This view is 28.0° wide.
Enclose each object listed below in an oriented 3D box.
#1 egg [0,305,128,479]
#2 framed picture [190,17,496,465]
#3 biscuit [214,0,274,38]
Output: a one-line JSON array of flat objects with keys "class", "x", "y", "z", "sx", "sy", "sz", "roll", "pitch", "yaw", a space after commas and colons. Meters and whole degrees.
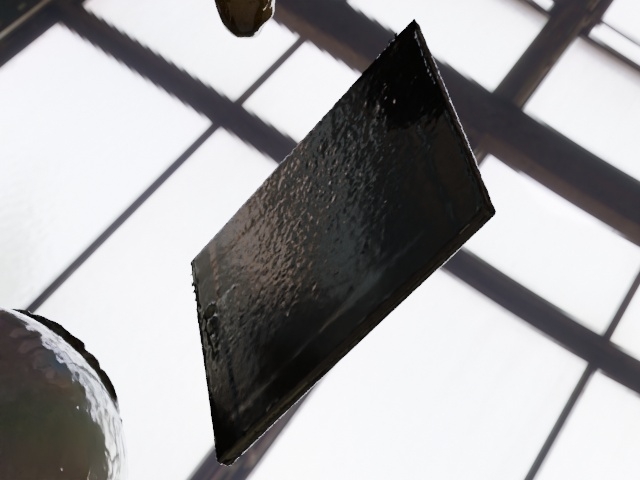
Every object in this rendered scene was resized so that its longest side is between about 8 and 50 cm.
[{"class": "egg", "x": -0.392, "y": 0.227, "z": 1.256, "sx": 0.354, "sy": 0.354, "sz": 0.340, "roll": 31, "pitch": 0, "yaw": 11}, {"class": "framed picture", "x": 0.000, "y": 0.000, "z": 1.100, "sx": 0.014, "sy": 0.255, "sz": 0.338, "roll": 26, "pitch": -58, "yaw": -32}, {"class": "biscuit", "x": -0.055, "y": -0.353, "z": 1.143, "sx": 0.062, "sy": 0.237, "sz": 0.290, "roll": 6, "pitch": -47, "yaw": -5}]
